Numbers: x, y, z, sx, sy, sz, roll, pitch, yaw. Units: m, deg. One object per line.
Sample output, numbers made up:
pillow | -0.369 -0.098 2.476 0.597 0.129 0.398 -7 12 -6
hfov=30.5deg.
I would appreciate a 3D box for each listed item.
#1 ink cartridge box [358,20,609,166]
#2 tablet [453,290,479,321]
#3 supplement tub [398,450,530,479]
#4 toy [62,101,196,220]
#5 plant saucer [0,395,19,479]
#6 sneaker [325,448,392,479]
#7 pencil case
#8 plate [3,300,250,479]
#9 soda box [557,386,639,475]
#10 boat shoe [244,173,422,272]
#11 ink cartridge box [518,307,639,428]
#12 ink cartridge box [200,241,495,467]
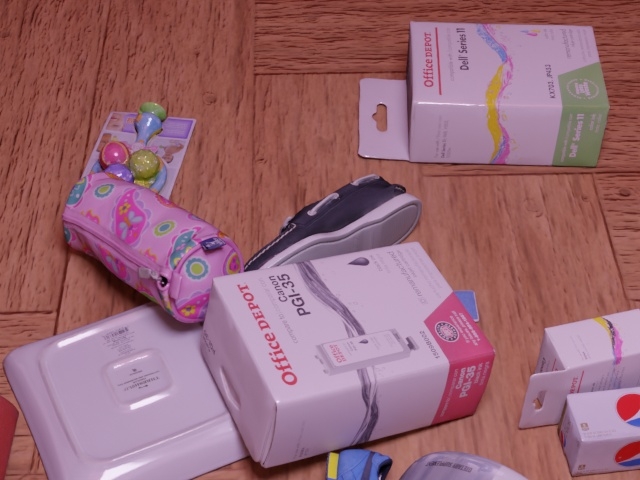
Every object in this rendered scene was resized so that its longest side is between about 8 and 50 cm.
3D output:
ink cartridge box | 0.234 -0.222 1.753 0.353 0.119 0.207 1 46 1
tablet | 0.162 0.086 1.527 0.083 0.006 0.054 -1 45 -2
supplement tub | 0.090 0.380 1.095 0.207 0.207 0.338 24 49 22
toy | -0.275 -0.118 1.694 0.137 0.056 0.237 6 46 8
plant saucer | -0.473 0.229 1.273 0.259 0.047 0.258 7 27 -10
sneaker | 0.045 0.312 1.256 0.082 0.069 0.209 -1 44 5
pencil case | -0.218 0.006 1.488 0.124 0.124 0.284 -31 40 -27
plate | -0.217 0.177 1.410 0.277 0.045 0.278 -20 48 -18
soda box | 0.390 0.214 1.353 0.216 0.074 0.069 -6 46 -6
boat shoe | 0.000 0.000 1.547 0.302 0.114 0.091 -24 50 -37
ink cartridge box | 0.323 0.150 1.387 0.198 0.115 0.067 -10 47 -11
ink cartridge box | 0.028 0.127 1.379 0.283 0.117 0.207 -10 46 -25
